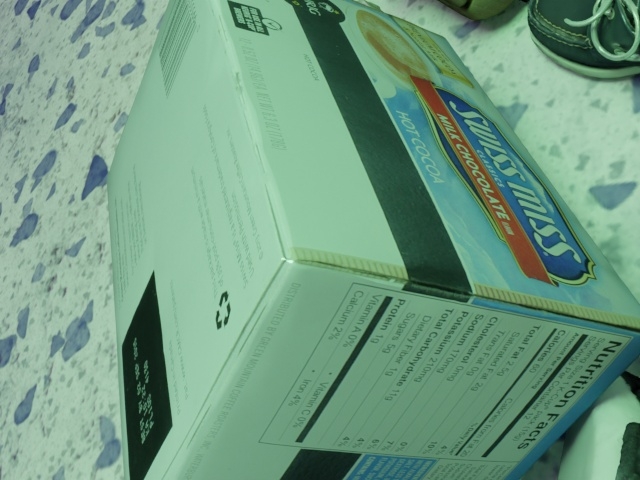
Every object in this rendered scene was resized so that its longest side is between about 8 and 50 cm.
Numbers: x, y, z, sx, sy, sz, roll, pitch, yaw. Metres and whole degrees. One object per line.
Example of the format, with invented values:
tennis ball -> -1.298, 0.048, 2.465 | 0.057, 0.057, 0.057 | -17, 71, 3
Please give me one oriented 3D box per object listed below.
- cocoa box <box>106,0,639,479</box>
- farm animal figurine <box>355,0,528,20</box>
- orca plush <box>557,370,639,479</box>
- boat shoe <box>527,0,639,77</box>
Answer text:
cocoa box -> 0.000, 0.000, 0.549 | 0.232, 0.227, 0.347 | -60, 31, 32
farm animal figurine -> 0.089, -0.317, 0.759 | 0.330, 0.172, 0.327 | -43, 58, 18
orca plush -> 0.174, 0.181, 0.395 | 0.287, 0.102, 0.151 | -56, -20, -64
boat shoe -> 0.244, -0.161, 0.570 | 0.254, 0.079, 0.095 | 34, 93, 49
